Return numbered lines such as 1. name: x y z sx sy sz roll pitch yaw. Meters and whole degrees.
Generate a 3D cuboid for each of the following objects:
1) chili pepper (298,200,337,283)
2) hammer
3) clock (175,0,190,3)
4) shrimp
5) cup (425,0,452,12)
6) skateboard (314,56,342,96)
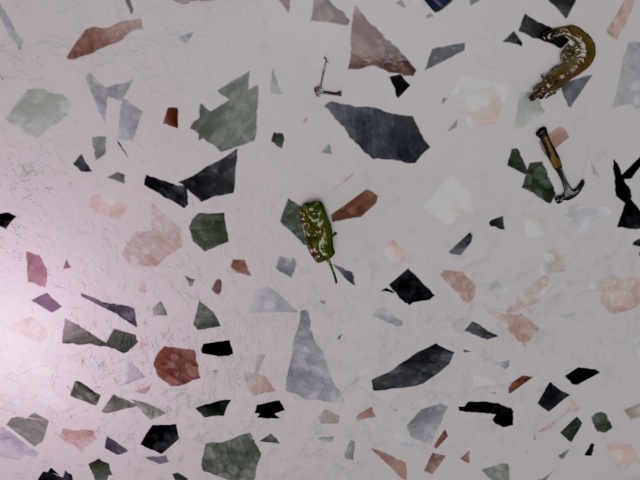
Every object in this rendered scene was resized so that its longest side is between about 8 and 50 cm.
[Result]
1. chili pepper: -0.003 0.001 1.827 0.072 0.073 0.204 -6 109 25
2. hammer: 0.552 -0.178 1.740 0.078 0.021 0.201 -25 117 14
3. clock: -0.217 -0.523 1.484 0.166 0.162 0.093 -4 117 3
4. shrimp: 0.504 -0.387 1.618 0.178 0.034 0.124 -37 110 18
5. cup: 0.232 -0.569 1.480 0.155 0.131 0.176 39 84 -15
6. skateboard: 0.022 -0.358 1.649 0.064 0.032 0.083 3 122 -12
